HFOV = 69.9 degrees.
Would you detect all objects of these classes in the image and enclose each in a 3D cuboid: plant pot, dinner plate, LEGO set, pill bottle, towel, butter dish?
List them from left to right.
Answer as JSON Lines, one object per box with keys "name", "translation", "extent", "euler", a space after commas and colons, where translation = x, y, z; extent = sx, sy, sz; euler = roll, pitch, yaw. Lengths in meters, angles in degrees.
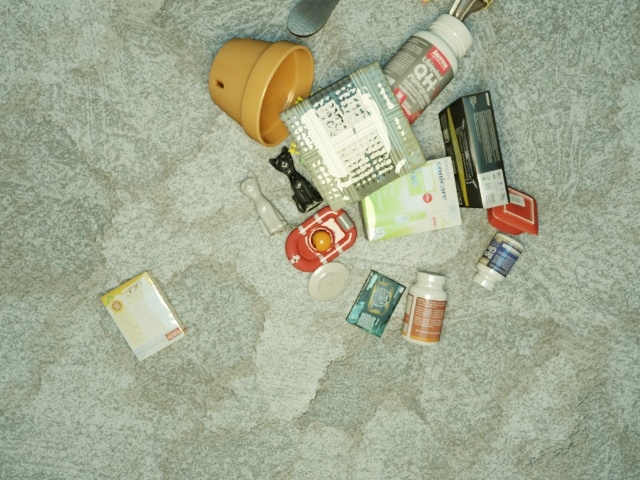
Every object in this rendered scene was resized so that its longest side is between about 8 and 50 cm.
{"name": "plant pot", "translation": [-0.175, -0.440, 1.298], "extent": [0.203, 0.291, 0.291], "euler": [28, 94, 14]}
{"name": "LEGO set", "translation": [-0.093, -0.036, 1.398], "extent": [0.083, 0.054, 0.023], "euler": [-39, 79, 39]}
{"name": "dinner plate", "translation": [0.030, 0.134, 1.431], "extent": [0.141, 0.017, 0.141], "euler": [-11, 118, -21]}
{"name": "towel", "translation": [0.092, -0.279, 1.276], "extent": [0.312, 0.056, 0.324], "euler": [-27, 103, 10]}
{"name": "pill bottle", "translation": [0.284, -0.488, 1.334], "extent": [0.176, 0.176, 0.318], "euler": [42, 93, -4]}
{"name": "pill bottle", "translation": [0.327, 0.208, 1.423], "extent": [0.121, 0.121, 0.216], "euler": [9, 95, -2]}
{"name": "pill bottle", "translation": [0.548, 0.070, 1.427], "extent": [0.094, 0.094, 0.169], "euler": [31, 94, -3]}
{"name": "butter dish", "translation": [0.573, -0.078, 1.409], "extent": [0.160, 0.118, 0.160], "euler": [22, 55, -7]}

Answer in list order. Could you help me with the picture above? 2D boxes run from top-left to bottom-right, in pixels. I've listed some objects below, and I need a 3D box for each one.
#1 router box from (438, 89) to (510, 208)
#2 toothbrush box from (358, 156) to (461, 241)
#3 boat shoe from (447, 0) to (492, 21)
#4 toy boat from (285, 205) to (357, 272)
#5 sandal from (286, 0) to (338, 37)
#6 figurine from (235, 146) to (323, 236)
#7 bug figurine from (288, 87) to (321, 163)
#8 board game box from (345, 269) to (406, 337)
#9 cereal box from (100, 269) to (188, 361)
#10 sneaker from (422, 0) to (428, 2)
{"name": "router box", "translation": [0.437, -0.249, 1.324], "extent": [0.080, 0.243, 0.309], "euler": [-13, 96, 0]}
{"name": "toothbrush box", "translation": [0.260, -0.124, 1.394], "extent": [0.283, 0.122, 0.207], "euler": [-10, 94, -1]}
{"name": "boat shoe", "translation": [0.484, -0.749, 1.347], "extent": [0.096, 0.116, 0.324], "euler": [35, 88, 0]}
{"name": "toy boat", "translation": [0.000, 0.000, 1.385], "extent": [0.231, 0.151, 0.151], "euler": [-36, 94, 2]}
{"name": "sandal", "translation": [0.000, -0.706, 1.380], "extent": [0.097, 0.054, 0.254], "euler": [44, 84, -11]}
{"name": "figurine", "translation": [-0.135, -0.150, 1.411], "extent": [0.214, 0.092, 0.210], "euler": [-33, 87, 3]}
{"name": "bug figurine", "translation": [0.041, -0.308, 1.355], "extent": [0.278, 0.072, 0.216], "euler": [17, 103, -25]}
{"name": "board game box", "translation": [0.177, 0.202, 1.468], "extent": [0.126, 0.026, 0.186], "euler": [27, 94, -3]}
{"name": "cereal box", "translation": [-0.557, 0.238, 1.451], "extent": [0.172, 0.047, 0.240], "euler": [-29, 95, 2]}
{"name": "sneaker", "translation": [0.333, -0.740, 1.332], "extent": [0.081, 0.208, 0.094], "euler": [-1, 112, -44]}
